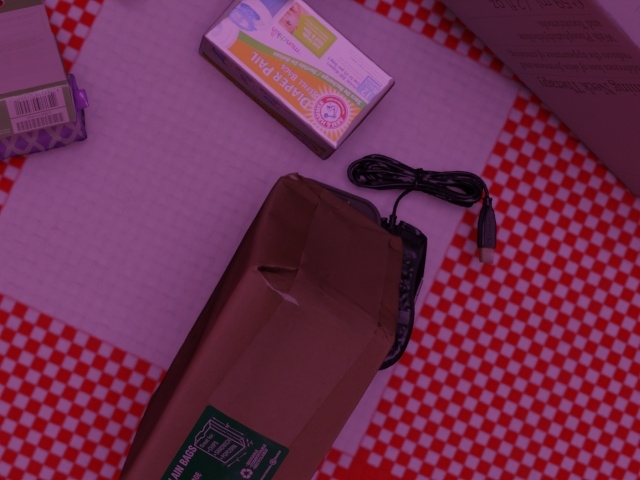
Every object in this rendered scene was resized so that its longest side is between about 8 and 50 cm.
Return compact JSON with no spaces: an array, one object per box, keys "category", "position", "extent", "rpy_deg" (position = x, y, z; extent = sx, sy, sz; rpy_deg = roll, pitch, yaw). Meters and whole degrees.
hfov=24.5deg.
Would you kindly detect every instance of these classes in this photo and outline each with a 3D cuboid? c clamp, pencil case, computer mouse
[{"category":"c clamp","position":[0.000,0.000,1.722],"extent":[0.160,0.022,0.137],"rpy_deg":[27,83,22]},{"category":"pencil case","position":[-0.367,-0.133,1.676],"extent":[0.206,0.088,0.086],"rpy_deg":[-15,78,-10]},{"category":"computer mouse","position":[0.112,0.034,1.743],"extent":[0.184,0.060,0.262],"rpy_deg":[6,75,3]}]

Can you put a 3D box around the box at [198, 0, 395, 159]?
[{"category":"box","position":[-0.029,-0.203,1.720],"extent":[0.203,0.103,0.114],"rpy_deg":[40,82,-3]}]

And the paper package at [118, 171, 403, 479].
[{"category":"paper package","position":[-0.061,0.136,1.549],"extent":[0.168,0.309,0.325],"rpy_deg":[29,109,-5]}]

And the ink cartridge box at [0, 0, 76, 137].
[{"category":"ink cartridge box","position":[-0.377,-0.198,1.652],"extent":[0.171,0.235,0.056],"rpy_deg":[-14,129,-9]}]

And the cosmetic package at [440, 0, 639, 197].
[{"category":"cosmetic package","position":[0.409,-0.275,1.625],"extent":[0.393,0.329,0.327],"rpy_deg":[42,82,-21]}]
